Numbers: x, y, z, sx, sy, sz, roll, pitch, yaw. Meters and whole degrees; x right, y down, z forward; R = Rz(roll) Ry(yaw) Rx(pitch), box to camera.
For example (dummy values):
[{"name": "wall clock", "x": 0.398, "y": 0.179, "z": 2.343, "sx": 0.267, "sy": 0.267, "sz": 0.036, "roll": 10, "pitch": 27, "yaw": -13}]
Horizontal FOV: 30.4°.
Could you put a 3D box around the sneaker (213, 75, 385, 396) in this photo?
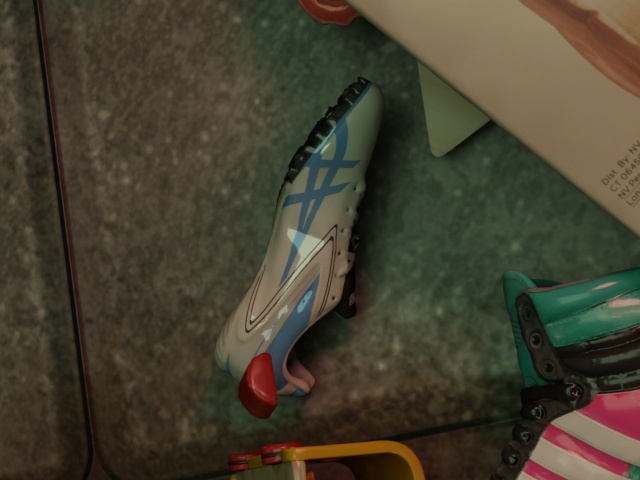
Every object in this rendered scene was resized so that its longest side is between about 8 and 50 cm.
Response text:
[{"name": "sneaker", "x": 0.000, "y": 0.000, "z": 0.839, "sx": 0.086, "sy": 0.085, "sz": 0.237, "roll": 22, "pitch": 102, "yaw": -2}]

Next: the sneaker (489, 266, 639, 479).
[{"name": "sneaker", "x": 0.146, "y": 0.109, "z": 0.731, "sx": 0.295, "sy": 0.124, "sz": 0.178, "roll": -35, "pitch": 69, "yaw": 16}]

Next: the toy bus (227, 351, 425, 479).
[{"name": "toy bus", "x": 0.002, "y": 0.185, "z": 0.780, "sx": 0.202, "sy": 0.104, "sz": 0.191, "roll": -115, "pitch": 29, "yaw": -53}]

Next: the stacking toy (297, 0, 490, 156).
[{"name": "stacking toy", "x": 0.134, "y": -0.235, "z": 0.828, "sx": 0.308, "sy": 0.130, "sz": 0.280, "roll": -26, "pitch": 98, "yaw": 22}]

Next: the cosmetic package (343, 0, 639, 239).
[{"name": "cosmetic package", "x": 0.130, "y": -0.137, "z": 0.703, "sx": 0.296, "sy": 0.153, "sz": 0.129, "roll": 38, "pitch": 105, "yaw": 1}]
